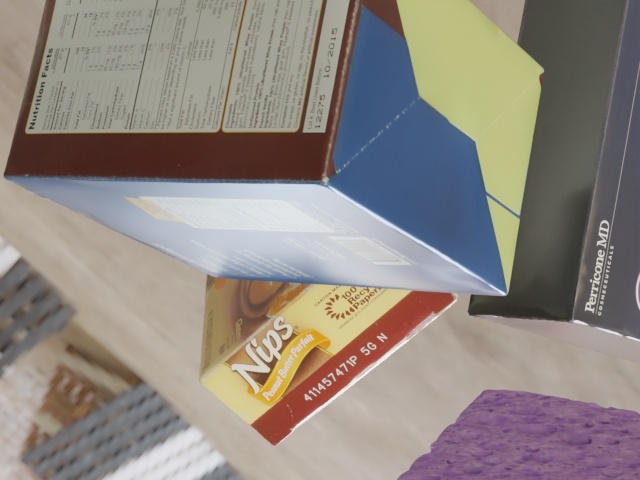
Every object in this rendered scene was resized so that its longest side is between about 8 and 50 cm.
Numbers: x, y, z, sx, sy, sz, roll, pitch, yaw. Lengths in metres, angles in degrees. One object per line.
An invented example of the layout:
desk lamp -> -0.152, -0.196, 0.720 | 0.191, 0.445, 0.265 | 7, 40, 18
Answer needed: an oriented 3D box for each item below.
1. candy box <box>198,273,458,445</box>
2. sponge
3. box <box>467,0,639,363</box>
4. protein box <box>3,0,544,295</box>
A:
candy box -> 0.000, 0.000, 1.221 | 0.087, 0.183, 0.316 | 44, -162, -20
sponge -> 0.076, 0.121, 0.595 | 0.117, 0.210, 0.031 | 9, 115, 28
box -> 0.216, -0.057, 1.023 | 0.184, 0.261, 0.103 | 16, 171, -33
protein box -> -0.019, -0.064, 0.827 | 0.201, 0.136, 0.200 | 3, 165, 33
